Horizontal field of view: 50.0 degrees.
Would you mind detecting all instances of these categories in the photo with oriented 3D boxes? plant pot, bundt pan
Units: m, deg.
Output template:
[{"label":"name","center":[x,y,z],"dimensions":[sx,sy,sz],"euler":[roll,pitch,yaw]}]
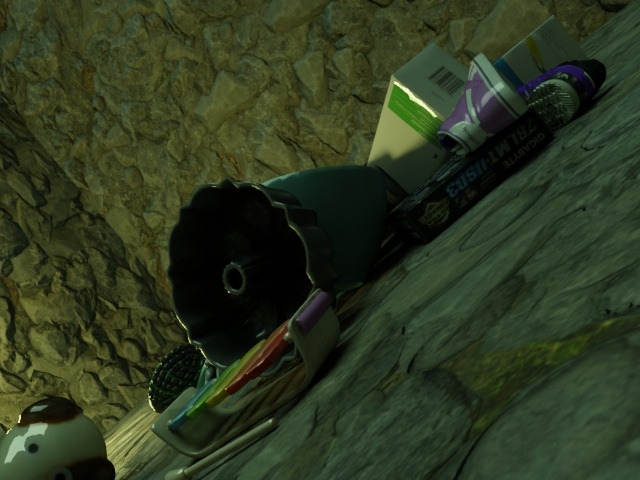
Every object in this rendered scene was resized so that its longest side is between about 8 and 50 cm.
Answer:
[{"label":"plant pot","center":[0.000,0.000,1.303],"dimensions":[0.290,0.195,0.290],"euler":[-12,-12,-3]},{"label":"bundt pan","center":[-0.103,0.054,1.146],"dimensions":[0.331,0.330,0.124],"euler":[-38,-15,34]}]

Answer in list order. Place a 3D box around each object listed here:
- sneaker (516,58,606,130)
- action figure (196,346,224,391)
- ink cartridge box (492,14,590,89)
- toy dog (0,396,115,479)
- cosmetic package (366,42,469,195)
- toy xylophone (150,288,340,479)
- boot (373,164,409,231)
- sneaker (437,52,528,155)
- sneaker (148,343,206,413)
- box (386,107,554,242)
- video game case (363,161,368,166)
[{"label":"sneaker","center":[0.437,-0.272,1.313],"dimensions":[0.146,0.102,0.293],"euler":[-40,9,-13]},{"label":"action figure","center":[-0.214,0.218,1.451],"dimensions":[0.137,0.063,0.232],"euler":[-27,40,31]},{"label":"ink cartridge box","center":[0.470,-0.361,1.576],"dimensions":[0.233,0.168,0.171],"euler":[-40,3,-16]},{"label":"toy dog","center":[-0.580,0.489,1.397],"dimensions":[0.395,0.284,0.408],"euler":[-16,-15,-46]},{"label":"cosmetic package","center":[0.252,-0.259,1.630],"dimensions":[0.155,0.197,0.365],"euler":[-42,-17,-23]},{"label":"toy xylophone","center":[-0.103,0.200,0.918],"dimensions":[0.323,0.081,0.236],"euler":[-39,2,20]},{"label":"boot","center":[0.086,-0.024,1.617],"dimensions":[0.284,0.138,0.377],"euler":[-47,-7,4]},{"label":"sneaker","center":[0.273,-0.245,1.250],"dimensions":[0.161,0.102,0.282],"euler":[-44,11,23]},{"label":"sneaker","center":[-0.327,0.341,1.827],"dimensions":[0.343,0.134,0.146],"euler":[-47,-18,-46]},{"label":"box","center":[0.264,-0.114,1.306],"dimensions":[0.295,0.073,0.293],"euler":[-40,1,-2]},{"label":"video game case","center":[0.097,-0.070,1.845],"dimensions":[0.275,0.035,0.248],"euler":[-44,-35,-65]}]
